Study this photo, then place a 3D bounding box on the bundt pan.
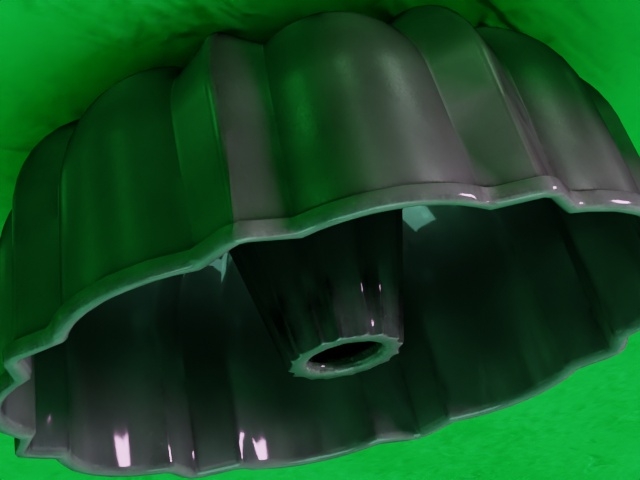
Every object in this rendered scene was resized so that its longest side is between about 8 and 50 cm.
[{"bbox_3d":[0.000,0.000,0.846,0.330,0.124,0.331,-11,157,-5],"label":"bundt pan"}]
